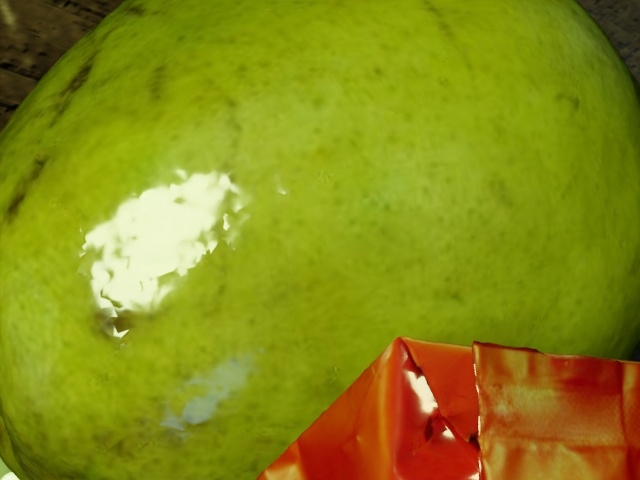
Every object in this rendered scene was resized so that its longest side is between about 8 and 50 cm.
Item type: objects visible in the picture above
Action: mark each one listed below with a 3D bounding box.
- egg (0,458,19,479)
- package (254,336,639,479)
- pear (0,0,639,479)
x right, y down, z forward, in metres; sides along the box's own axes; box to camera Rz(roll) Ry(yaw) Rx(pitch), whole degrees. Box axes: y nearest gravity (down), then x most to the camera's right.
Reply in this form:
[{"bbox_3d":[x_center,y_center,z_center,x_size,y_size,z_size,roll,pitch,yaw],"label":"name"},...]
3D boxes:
[{"bbox_3d":[-0.106,0.151,0.772,0.238,0.238,0.289,-37,142,15],"label":"egg"},{"bbox_3d":[0.017,0.181,0.558,0.196,0.123,0.423,9,139,-35],"label":"package"},{"bbox_3d":[0.000,0.000,0.607,0.307,0.253,0.253,-19,149,-22],"label":"pear"}]
